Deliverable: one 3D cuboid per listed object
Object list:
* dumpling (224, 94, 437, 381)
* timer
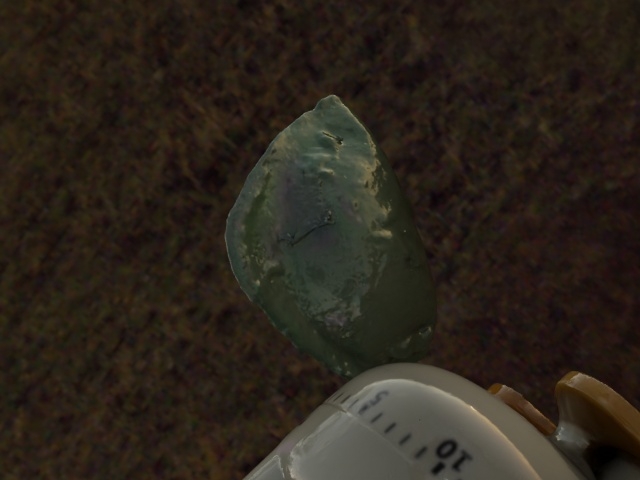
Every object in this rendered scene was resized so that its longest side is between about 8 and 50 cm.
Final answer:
[{"bbox_3d":[0.012,-0.003,0.897,0.105,0.149,0.217,-18,81,23],"label":"dumpling"},{"bbox_3d":[0.058,0.183,0.647,0.240,0.233,0.233,-41,31,-13],"label":"timer"}]
